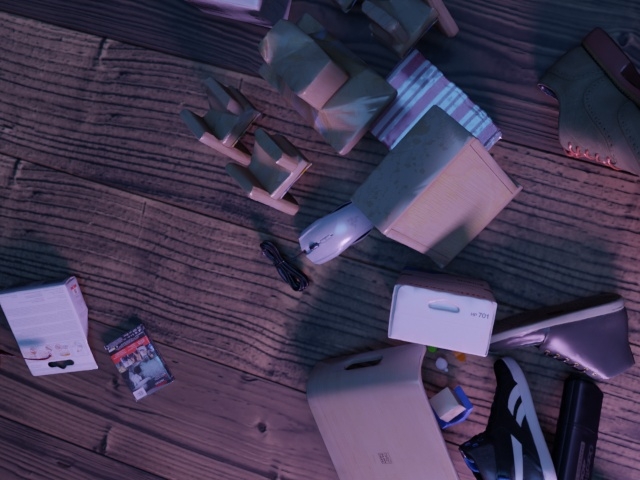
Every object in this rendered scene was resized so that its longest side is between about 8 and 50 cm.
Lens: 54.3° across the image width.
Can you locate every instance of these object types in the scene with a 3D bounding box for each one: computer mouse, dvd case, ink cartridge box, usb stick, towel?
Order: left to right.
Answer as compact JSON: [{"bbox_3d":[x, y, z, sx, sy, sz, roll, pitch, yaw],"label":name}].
[{"bbox_3d":[-0.497,0.160,1.162,0.145,0.045,0.179,-9,113,12],"label":"ink cartridge box"},{"bbox_3d":[-0.330,0.223,1.138,0.087,0.013,0.119,-31,88,13],"label":"dvd case"},{"bbox_3d":[0.000,0.000,1.030,0.193,0.042,0.106,-35,88,13],"label":"computer mouse"},{"bbox_3d":[0.168,-0.185,0.984,0.197,0.029,0.144,46,102,6],"label":"towel"},{"bbox_3d":[0.180,0.098,0.927,0.139,0.190,0.082,10,98,11],"label":"ink cartridge box"},{"bbox_3d":[0.368,0.338,0.918,0.077,0.045,0.278,33,64,-29],"label":"usb stick"}]

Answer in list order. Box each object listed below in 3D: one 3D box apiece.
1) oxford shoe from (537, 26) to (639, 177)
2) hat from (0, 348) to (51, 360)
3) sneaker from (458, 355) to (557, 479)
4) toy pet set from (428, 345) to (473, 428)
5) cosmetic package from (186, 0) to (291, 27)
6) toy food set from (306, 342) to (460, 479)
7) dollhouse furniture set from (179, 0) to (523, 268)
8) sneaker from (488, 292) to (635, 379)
[{"bbox_3d":[0.400,-0.132,0.834,0.130,0.348,0.123,-35,133,28],"label":"oxford shoe"},{"bbox_3d":[-0.638,0.222,1.195,0.208,0.183,0.173,50,131,43],"label":"hat"},{"bbox_3d":[0.259,0.273,0.929,0.121,0.217,0.079,-11,135,5],"label":"sneaker"},{"bbox_3d":[0.201,0.236,1.019,0.122,0.065,0.114,-38,53,10],"label":"toy pet set"},{"bbox_3d":[-0.122,-0.441,0.949,0.151,0.151,0.184,16,101,10],"label":"cosmetic package"},{"bbox_3d":[0.125,0.324,1.001,0.219,0.092,0.306,-18,97,37],"label":"toy food set"},{"bbox_3d":[0.072,-0.171,0.918,0.362,0.256,0.394,-48,61,12],"label":"dollhouse furniture set"},{"bbox_3d":[0.362,0.166,0.953,0.222,0.083,0.118,-16,93,12],"label":"sneaker"}]
